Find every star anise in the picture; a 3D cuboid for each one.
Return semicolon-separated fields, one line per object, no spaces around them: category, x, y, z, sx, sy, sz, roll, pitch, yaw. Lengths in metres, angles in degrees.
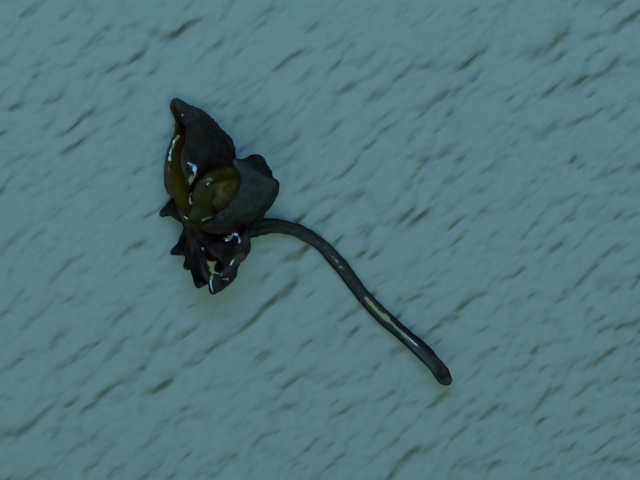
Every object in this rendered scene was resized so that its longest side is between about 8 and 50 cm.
star anise;0.000;0.000;1.463;0.227;0.148;0.218;1;76;-34
